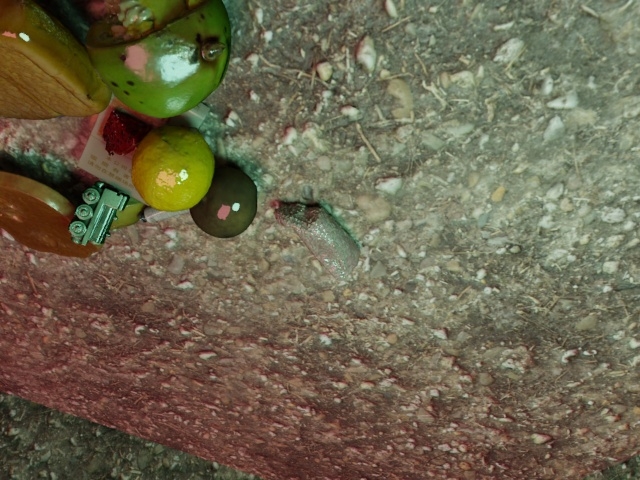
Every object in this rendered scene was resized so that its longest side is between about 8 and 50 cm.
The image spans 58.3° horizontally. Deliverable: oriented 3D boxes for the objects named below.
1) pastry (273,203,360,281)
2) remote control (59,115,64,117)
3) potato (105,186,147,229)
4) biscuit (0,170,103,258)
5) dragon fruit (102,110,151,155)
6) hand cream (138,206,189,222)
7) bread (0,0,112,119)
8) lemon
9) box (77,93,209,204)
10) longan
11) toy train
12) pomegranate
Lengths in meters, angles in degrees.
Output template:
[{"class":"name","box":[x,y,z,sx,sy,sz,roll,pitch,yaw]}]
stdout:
[{"class":"pastry","box":[0.008,-0.008,1.446,0.112,0.103,0.265,-32,123,31]},{"class":"remote control","box":[-0.566,-0.317,1.330,0.152,0.027,0.043,-5,139,24]},{"class":"potato","box":[-0.542,-0.060,1.560,0.120,0.081,0.149,16,138,2]},{"class":"biscuit","box":[-0.789,-0.071,1.587,0.385,0.062,0.365,3,147,28]},{"class":"dragon fruit","box":[-0.438,-0.230,1.301,0.097,0.063,0.131,54,134,8]},{"class":"hand cream","box":[-0.391,-0.087,1.516,0.194,0.042,0.067,-16,130,15]},{"class":"bread","box":[-0.605,-0.373,1.137,0.327,0.148,0.337,1,164,17]},{"class":"lemon","box":[-0.321,-0.156,1.247,0.180,0.181,0.193,37,146,-23]},{"class":"box","box":[-0.426,-0.240,1.352,0.204,0.051,0.365,31,136,-17]},{"class":"longan","box":[-0.227,-0.091,1.369,0.167,0.167,0.187,29,153,-16]},{"class":"toy train","box":[-0.567,-0.063,1.458,0.111,0.071,0.171,24,93,-16]},{"class":"pomegranate","box":[-0.307,-0.360,1.057,0.340,0.260,0.260,16,149,47]}]
